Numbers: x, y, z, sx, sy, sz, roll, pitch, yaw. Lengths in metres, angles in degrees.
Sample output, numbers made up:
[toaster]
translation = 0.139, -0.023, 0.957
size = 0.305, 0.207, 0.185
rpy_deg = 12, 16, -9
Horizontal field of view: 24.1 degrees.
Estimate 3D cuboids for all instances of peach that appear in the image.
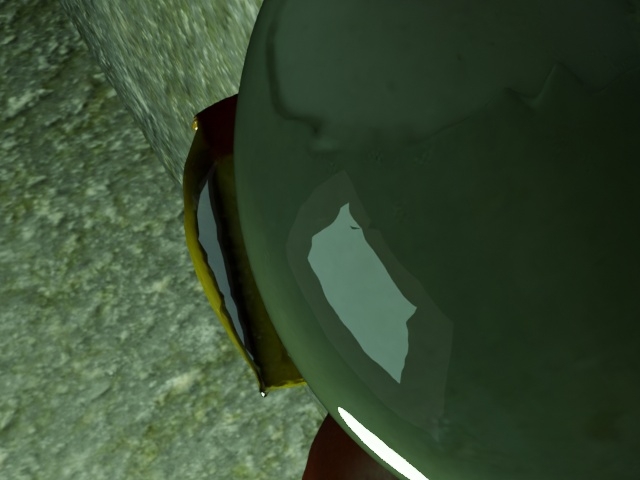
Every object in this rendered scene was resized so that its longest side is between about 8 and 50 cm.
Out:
[peach]
translation = 0.000, 0.000, 1.453
size = 0.380, 0.242, 0.306
rpy_deg = 69, -175, -80

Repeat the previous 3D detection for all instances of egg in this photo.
[egg]
translation = 0.092, -0.026, 0.794
size = 0.336, 0.278, 0.278
rpy_deg = 61, 170, -17

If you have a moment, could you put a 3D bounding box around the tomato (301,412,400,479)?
[tomato]
translation = 0.129, 0.227, 1.259
size = 0.321, 0.321, 0.321
rpy_deg = 57, 170, 16
